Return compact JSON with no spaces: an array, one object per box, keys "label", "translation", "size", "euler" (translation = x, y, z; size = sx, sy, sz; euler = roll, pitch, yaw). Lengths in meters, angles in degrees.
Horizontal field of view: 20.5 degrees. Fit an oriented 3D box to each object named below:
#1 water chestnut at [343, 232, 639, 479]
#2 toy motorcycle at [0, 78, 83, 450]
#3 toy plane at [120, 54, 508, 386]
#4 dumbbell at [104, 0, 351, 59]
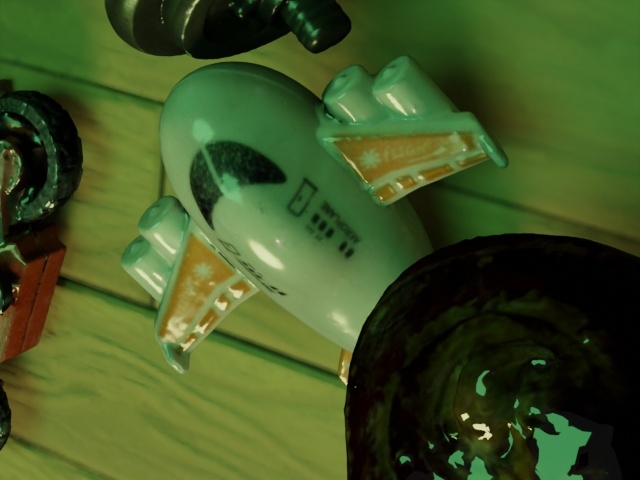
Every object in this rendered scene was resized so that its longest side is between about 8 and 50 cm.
[{"label":"water chestnut","translation":[0.122,0.105,0.915],"size":[0.223,0.238,0.224],"euler":[1,93,25]},{"label":"toy motorcycle","translation":[-0.260,0.015,1.263],"size":[0.171,0.089,0.298],"euler":[32,118,26]},{"label":"toy plane","translation":[0.000,0.000,1.018],"size":[0.244,0.117,0.245],"euler":[3,124,4]},{"label":"dumbbell","translation":[-0.073,-0.224,1.003],"size":[0.192,0.192,0.290],"euler":[-45,73,35]}]
